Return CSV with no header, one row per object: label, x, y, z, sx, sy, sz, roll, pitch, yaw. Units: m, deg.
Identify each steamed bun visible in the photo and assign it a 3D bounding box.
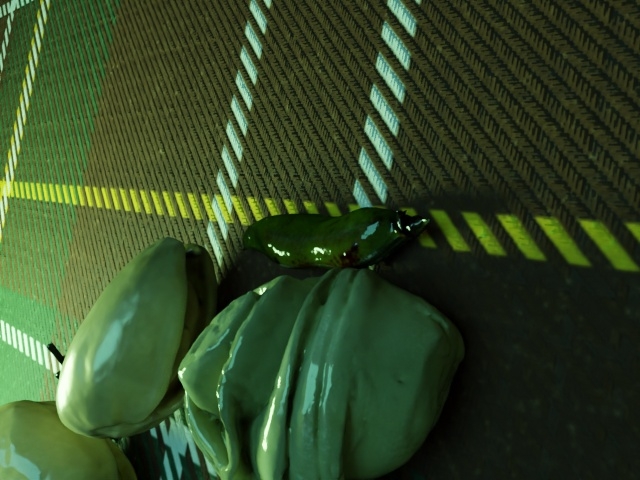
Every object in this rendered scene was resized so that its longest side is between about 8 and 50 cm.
steamed bun,-0.020,0.159,0.627,0.289,0.203,0.275,-1,81,43

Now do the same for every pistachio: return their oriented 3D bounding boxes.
pistachio,-0.435,0.370,0.965,0.299,0.187,0.187,25,99,24
pistachio,-0.258,0.145,0.873,0.214,0.193,0.317,22,86,34

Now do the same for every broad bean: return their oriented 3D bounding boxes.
broad bean,0.000,0.000,0.743,0.339,0.061,0.077,-2,72,43

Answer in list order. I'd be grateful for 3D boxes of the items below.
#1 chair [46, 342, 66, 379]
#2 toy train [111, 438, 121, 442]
chair,-0.408,0.259,1.087,0.084,0.102,0.212,51,153,40
toy train,-0.324,0.246,1.017,0.043,0.047,0.207,29,100,45
